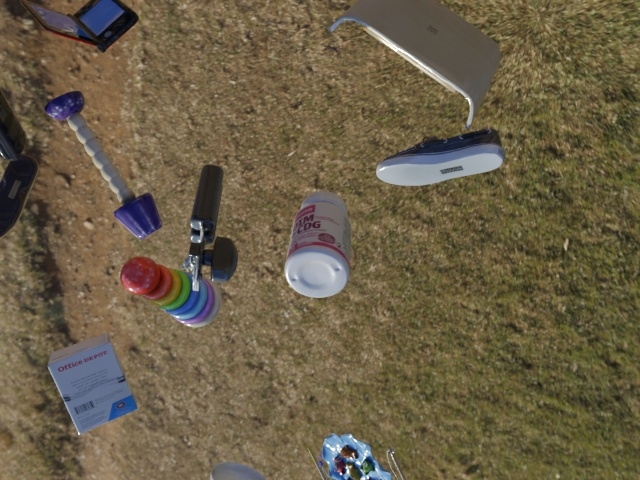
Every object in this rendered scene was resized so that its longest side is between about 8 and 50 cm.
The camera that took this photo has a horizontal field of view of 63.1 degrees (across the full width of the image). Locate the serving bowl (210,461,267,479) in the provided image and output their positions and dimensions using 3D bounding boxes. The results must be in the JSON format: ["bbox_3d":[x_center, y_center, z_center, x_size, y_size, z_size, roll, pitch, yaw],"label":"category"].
[{"bbox_3d":[-0.112,0.336,0.708,0.083,0.083,0.027,19,91,14],"label":"serving bowl"}]

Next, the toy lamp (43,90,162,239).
[{"bbox_3d":[-0.377,-0.129,0.928,0.080,0.080,0.275,-24,102,29],"label":"toy lamp"}]

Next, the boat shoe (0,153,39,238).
[{"bbox_3d":[-0.819,-0.104,1.370,0.095,0.257,0.095,33,167,-22],"label":"boat shoe"}]

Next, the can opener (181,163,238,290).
[{"bbox_3d":[-0.199,-0.025,0.955,0.093,0.280,0.074,5,137,-13],"label":"can opener"}]

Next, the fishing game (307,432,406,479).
[{"bbox_3d":[0.073,0.498,1.117,0.264,0.041,0.189,-18,98,44],"label":"fishing game"}]

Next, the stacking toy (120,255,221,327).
[{"bbox_3d":[-0.379,0.125,1.310,0.141,0.330,0.141,-5,71,15],"label":"stacking toy"}]

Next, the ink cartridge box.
[{"bbox_3d":[-0.570,0.355,1.312,0.086,0.148,0.203,25,132,64],"label":"ink cartridge box"}]

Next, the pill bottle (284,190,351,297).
[{"bbox_3d":[0.000,0.000,1.370,0.160,0.283,0.160,2,127,3],"label":"pill bottle"}]

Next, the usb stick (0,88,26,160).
[{"bbox_3d":[-0.530,-0.236,0.804,0.045,0.077,0.278,-1,148,-5],"label":"usb stick"}]

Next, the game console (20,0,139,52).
[{"bbox_3d":[-0.388,-0.373,0.842,0.124,0.085,0.144,-44,57,-4],"label":"game console"}]

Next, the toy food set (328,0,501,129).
[{"bbox_3d":[0.184,-0.353,0.969,0.306,0.220,0.092,34,141,0],"label":"toy food set"}]

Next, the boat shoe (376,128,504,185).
[{"bbox_3d":[0.214,-0.159,0.951,0.228,0.076,0.080,-9,151,27],"label":"boat shoe"}]
